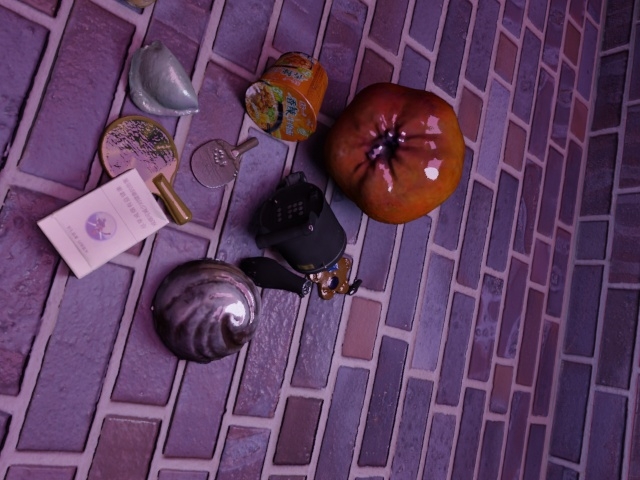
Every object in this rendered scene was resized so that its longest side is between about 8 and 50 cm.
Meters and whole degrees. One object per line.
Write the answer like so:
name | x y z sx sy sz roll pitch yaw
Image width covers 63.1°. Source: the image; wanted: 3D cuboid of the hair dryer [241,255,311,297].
hair dryer | -0.089 0.129 1.581 0.272 0.235 0.091 33 75 -60

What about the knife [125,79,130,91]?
knife | -0.475 -0.462 1.387 0.023 0.010 0.170 37 69 -32

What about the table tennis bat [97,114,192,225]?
table tennis bat | -0.447 -0.179 1.384 0.198 0.050 0.321 -41 109 -29

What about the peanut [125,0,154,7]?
peanut | -0.421 -0.703 1.377 0.263 0.101 0.117 -41 132 -31

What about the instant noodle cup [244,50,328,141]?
instant noodle cup | -0.088 -0.442 1.565 0.230 0.230 0.182 43 56 -29

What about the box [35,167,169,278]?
box | -0.528 -0.045 1.278 0.256 0.069 0.164 -37 111 -23

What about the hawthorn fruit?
hawthorn fruit | 0.239 -0.271 1.690 0.472 0.472 0.471 1 88 -38

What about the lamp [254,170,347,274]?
lamp | -0.043 -0.021 1.545 0.374 0.205 0.272 -86 154 -55

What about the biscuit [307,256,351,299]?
biscuit | 0.027 0.078 1.747 0.180 0.039 0.236 -20 99 -35

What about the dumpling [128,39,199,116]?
dumpling | -0.418 -0.412 1.387 0.216 0.149 0.105 55 20 -30

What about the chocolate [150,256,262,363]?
chocolate | -0.272 0.191 1.403 0.303 0.213 0.303 2 86 -37

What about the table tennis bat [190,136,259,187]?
table tennis bat | -0.276 -0.243 1.532 0.234 0.022 0.131 -36 109 -30

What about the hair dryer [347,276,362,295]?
hair dryer | 0.124 0.145 1.800 0.079 0.031 0.083 -46 159 -37
